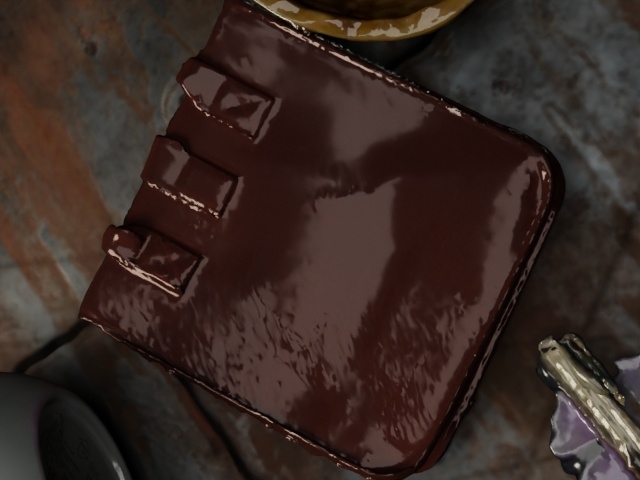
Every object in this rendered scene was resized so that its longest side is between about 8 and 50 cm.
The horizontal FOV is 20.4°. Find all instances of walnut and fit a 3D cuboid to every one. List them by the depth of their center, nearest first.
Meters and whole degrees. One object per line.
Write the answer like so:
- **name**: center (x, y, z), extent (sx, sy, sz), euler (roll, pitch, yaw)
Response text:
- **walnut**: center (0.023, -0.206, 1.191), extent (0.211, 0.087, 0.167), euler (34, 83, 12)

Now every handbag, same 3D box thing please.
- **handbag**: center (0.001, 0.000, 1.200), extent (0.276, 0.084, 0.260), euler (25, 97, 16)

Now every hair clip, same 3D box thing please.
- **hair clip**: center (0.234, 0.178, 1.135), extent (0.106, 0.084, 0.292), euler (-42, 73, 17)

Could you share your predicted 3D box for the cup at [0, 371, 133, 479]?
- **cup**: center (-0.291, 0.227, 1.215), extent (0.317, 0.212, 0.212), euler (-24, 83, 14)
